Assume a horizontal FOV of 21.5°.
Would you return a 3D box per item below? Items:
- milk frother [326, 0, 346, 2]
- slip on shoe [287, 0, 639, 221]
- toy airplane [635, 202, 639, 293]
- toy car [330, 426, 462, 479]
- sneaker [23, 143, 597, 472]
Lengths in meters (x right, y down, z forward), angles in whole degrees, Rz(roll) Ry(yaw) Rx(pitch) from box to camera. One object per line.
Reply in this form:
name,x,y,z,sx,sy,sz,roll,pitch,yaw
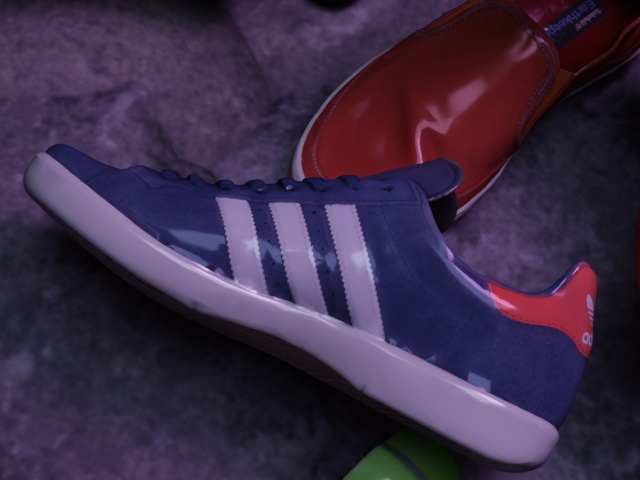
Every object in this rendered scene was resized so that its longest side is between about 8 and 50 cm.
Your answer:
milk frother,0.034,-0.253,1.148,0.129,0.135,0.143,5,55,28
slip on shoe,0.110,-0.112,1.112,0.331,0.101,0.123,-36,76,-22
toy airplane,0.302,-0.149,1.010,0.384,0.272,0.386,-21,102,-26
toy car,-0.003,0.183,0.971,0.239,0.053,0.225,44,65,12
sneaker,0.000,0.000,0.995,0.350,0.131,0.148,26,83,6
